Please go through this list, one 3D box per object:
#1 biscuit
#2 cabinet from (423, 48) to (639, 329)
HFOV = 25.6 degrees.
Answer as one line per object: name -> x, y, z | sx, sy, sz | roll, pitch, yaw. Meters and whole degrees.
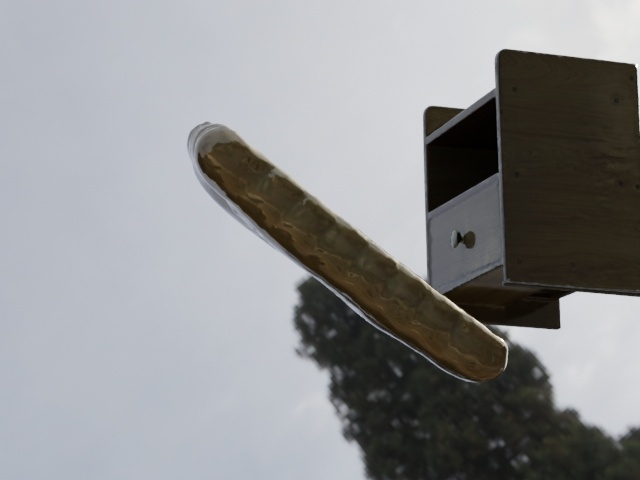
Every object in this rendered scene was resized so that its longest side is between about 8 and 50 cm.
biscuit -> 0.000, 0.000, 0.906 | 0.217, 0.325, 0.044 | 36, -90, -9
cabinet -> 0.188, -0.040, 1.290 | 0.148, 0.215, 0.175 | 4, -14, -18
